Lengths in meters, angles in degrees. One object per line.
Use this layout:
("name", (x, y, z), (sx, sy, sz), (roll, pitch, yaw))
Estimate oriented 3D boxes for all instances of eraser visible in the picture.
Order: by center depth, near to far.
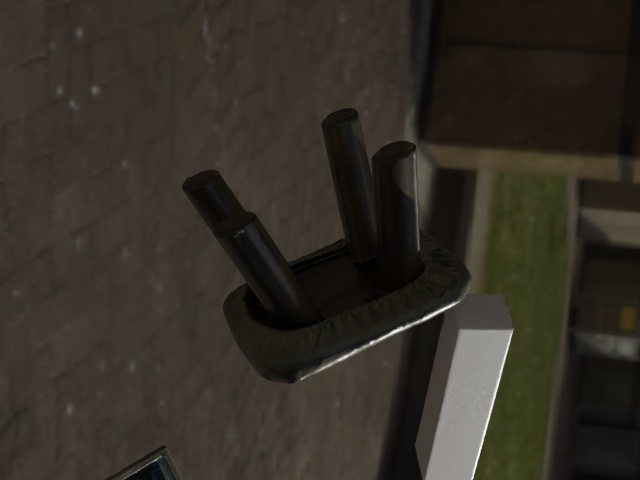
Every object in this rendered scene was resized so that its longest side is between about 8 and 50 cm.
("eraser", (0.198, 0.211, 1.923), (0.076, 0.078, 0.298), (-101, -165, -52))

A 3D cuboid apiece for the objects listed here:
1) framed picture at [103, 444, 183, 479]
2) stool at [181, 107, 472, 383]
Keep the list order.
("framed picture", (-0.254, 0.426, 2.038), (0.015, 0.150, 0.203), (17, -48, 63))
("stool", (0.000, 0.000, 1.797), (0.226, 0.310, 0.310), (68, -9, -23))
